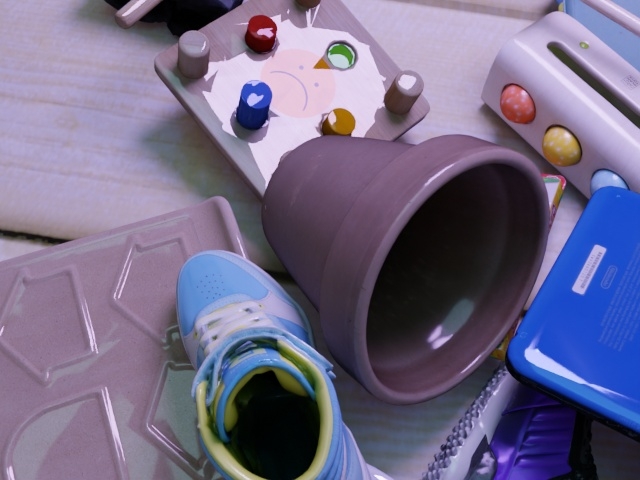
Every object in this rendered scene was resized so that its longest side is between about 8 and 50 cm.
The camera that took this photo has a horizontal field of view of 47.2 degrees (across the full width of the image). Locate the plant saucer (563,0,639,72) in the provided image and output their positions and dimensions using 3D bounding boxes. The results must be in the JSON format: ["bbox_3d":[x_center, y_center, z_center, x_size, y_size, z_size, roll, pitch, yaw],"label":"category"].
[{"bbox_3d":[0.476,-0.331,0.996,0.317,0.044,0.318,-1,99,-4],"label":"plant saucer"}]

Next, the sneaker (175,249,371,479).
[{"bbox_3d":[-0.060,0.094,0.630,0.127,0.208,0.319,-30,58,-8],"label":"sneaker"}]

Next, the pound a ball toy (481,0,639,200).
[{"bbox_3d":[0.321,-0.175,0.894,0.135,0.208,0.319,-35,70,-19],"label":"pound a ball toy"}]

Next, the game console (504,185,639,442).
[{"bbox_3d":[0.346,0.122,0.762,0.250,0.173,0.293,25,52,22],"label":"game console"}]

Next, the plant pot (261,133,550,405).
[{"bbox_3d":[0.063,-0.003,0.749,0.263,0.263,0.229,-37,43,-19],"label":"plant pot"}]

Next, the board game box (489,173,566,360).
[{"bbox_3d":[0.196,0.010,0.866,0.124,0.039,0.259,11,57,30],"label":"board game box"}]

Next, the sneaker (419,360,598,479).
[{"bbox_3d":[0.235,0.198,0.765,0.146,0.102,0.293,39,71,10],"label":"sneaker"}]

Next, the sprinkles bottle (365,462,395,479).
[{"bbox_3d":[-0.031,0.370,0.642,0.121,0.121,0.355,30,65,12],"label":"sprinkles bottle"}]

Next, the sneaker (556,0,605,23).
[{"bbox_3d":[0.430,-0.399,1.064,0.240,0.091,0.126,-35,90,-17],"label":"sneaker"}]

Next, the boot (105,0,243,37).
[{"bbox_3d":[-0.228,-0.522,1.096,0.366,0.146,0.445,17,68,8],"label":"boot"}]

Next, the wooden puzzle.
[{"bbox_3d":[-0.217,0.143,0.781,0.347,0.080,0.322,-19,65,-7],"label":"wooden puzzle"}]

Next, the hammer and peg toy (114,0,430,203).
[{"bbox_3d":[-0.070,-0.225,0.910,0.266,0.127,0.361,-38,84,-20],"label":"hammer and peg toy"}]
